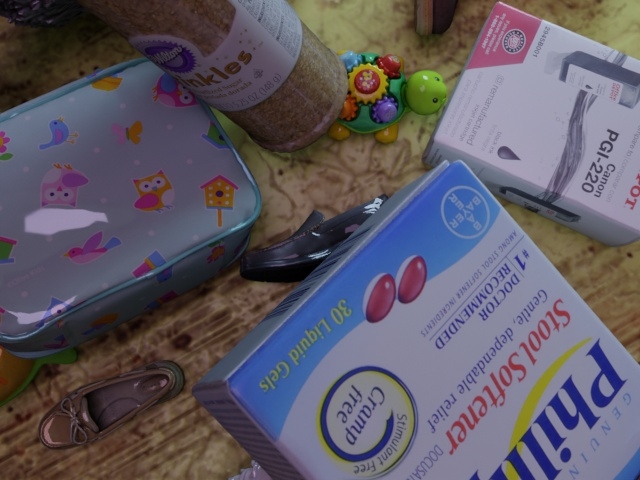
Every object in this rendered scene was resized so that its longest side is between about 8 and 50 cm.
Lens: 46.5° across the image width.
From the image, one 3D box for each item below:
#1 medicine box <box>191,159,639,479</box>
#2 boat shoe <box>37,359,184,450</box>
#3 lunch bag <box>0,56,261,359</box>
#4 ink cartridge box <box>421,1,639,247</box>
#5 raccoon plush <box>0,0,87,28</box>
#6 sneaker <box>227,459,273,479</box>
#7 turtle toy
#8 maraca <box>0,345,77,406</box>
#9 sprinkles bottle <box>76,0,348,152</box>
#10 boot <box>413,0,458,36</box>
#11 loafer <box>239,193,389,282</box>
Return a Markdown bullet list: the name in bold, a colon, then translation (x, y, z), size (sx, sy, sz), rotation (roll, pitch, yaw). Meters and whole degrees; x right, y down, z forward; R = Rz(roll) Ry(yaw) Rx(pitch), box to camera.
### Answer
- **medicine box**: translation (0.094, 0.133, 0.615), size (0.289, 0.149, 0.263), rotation (48, 69, -4)
- **boat shoe**: translation (-0.208, 0.161, 0.727), size (0.153, 0.048, 0.056), rotation (-21, 83, -1)
- **lunch bag**: translation (-0.208, -0.040, 0.697), size (0.279, 0.108, 0.224), rotation (-29, 75, -20)
- **ink cartridge box**: translation (0.232, -0.109, 0.727), size (0.218, 0.092, 0.158), rotation (25, 84, 3)
- **raccoon plush**: translation (-0.186, -0.236, 0.708), size (0.299, 0.216, 0.446), rotation (23, 87, -1)
- **sneaker**: translation (-0.057, 0.247, 0.689), size (0.091, 0.094, 0.258), rotation (26, 84, 2)
- **turtle toy**: translation (0.061, -0.149, 0.749), size (0.130, 0.066, 0.095), rotation (5, 83, 2)
- **maraca**: translation (-0.322, 0.098, 0.716), size (0.186, 0.099, 0.127), rotation (-24, 99, -17)
- **sprinkles bottle**: translation (-0.108, -0.195, 0.599), size (0.121, 0.355, 0.121), rotation (-12, 65, 28)
- **boot**: translation (0.210, -0.306, 0.751), size (0.207, 0.090, 0.248), rotation (14, 80, 5)
- **loafer**: translation (0.000, 0.000, 0.740), size (0.170, 0.062, 0.061), rotation (-12, 74, -9)
